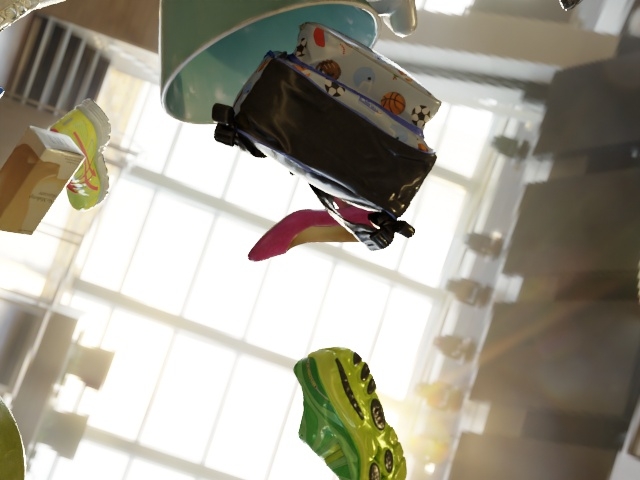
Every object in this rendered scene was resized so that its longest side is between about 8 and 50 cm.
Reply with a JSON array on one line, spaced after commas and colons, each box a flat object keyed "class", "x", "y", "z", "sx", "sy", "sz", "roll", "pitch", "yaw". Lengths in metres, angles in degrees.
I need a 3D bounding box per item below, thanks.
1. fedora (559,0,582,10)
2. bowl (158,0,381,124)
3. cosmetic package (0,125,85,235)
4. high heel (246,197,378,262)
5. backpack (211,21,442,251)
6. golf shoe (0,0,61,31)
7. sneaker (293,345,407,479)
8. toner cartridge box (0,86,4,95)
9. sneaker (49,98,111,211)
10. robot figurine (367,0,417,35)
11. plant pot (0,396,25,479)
[{"class": "fedora", "x": 0.159, "y": -0.350, "z": 0.838, "sx": 0.334, "sy": 0.152, "sz": 0.334, "roll": 9, "pitch": 90, "yaw": -70}, {"class": "bowl", "x": -0.092, "y": -0.297, "z": 1.377, "sx": 0.311, "sy": 0.311, "sz": 0.163, "roll": 124, "pitch": -54, "yaw": -67}, {"class": "cosmetic package", "x": -0.313, "y": -0.063, "z": 1.113, "sx": 0.115, "sy": 0.041, "sz": 0.060, "roll": -53, "pitch": 150, "yaw": 18}, {"class": "high heel", "x": 0.000, "y": 0.000, "z": 1.709, "sx": 0.244, "sy": 0.117, "sz": 0.082, "roll": -30, "pitch": 168, "yaw": -28}, {"class": "backpack", "x": 0.010, "y": -0.150, "z": 1.288, "sx": 0.213, "sy": 0.276, "sz": 0.263, "roll": -56, "pitch": -165, "yaw": -1}, {"class": "golf shoe", "x": -0.328, "y": -0.246, "z": 1.081, "sx": 0.069, "sy": 0.176, "sz": 0.086, "roll": 65, "pitch": 19, "yaw": -64}, {"class": "sneaker", "x": 0.040, "y": 0.291, "z": 1.508, "sx": 0.123, "sy": 0.109, "sz": 0.296, "roll": -6, "pitch": -76, "yaw": 46}, {"class": "toner cartridge box", "x": -0.610, "y": -0.104, "z": 1.507, "sx": 0.348, "sy": 0.075, "sz": 0.165, "roll": -38, "pitch": -158, "yaw": 33}, {"class": "sneaker", "x": -0.370, "y": -0.115, "z": 1.527, "sx": 0.094, "sy": 0.081, "sz": 0.209, "roll": -36, "pitch": 154, "yaw": -36}, {"class": "robot figurine", "x": 0.059, "y": -0.468, "z": 1.476, "sx": 0.200, "sy": 0.299, "sz": 0.354, "roll": -114, "pitch": -165, "yaw": -68}, {"class": "plant pot", "x": -0.514, "y": 0.273, "z": 1.104, "sx": 0.353, "sy": 0.366, "sz": 0.367, "roll": -4, "pitch": 116, "yaw": -69}]
